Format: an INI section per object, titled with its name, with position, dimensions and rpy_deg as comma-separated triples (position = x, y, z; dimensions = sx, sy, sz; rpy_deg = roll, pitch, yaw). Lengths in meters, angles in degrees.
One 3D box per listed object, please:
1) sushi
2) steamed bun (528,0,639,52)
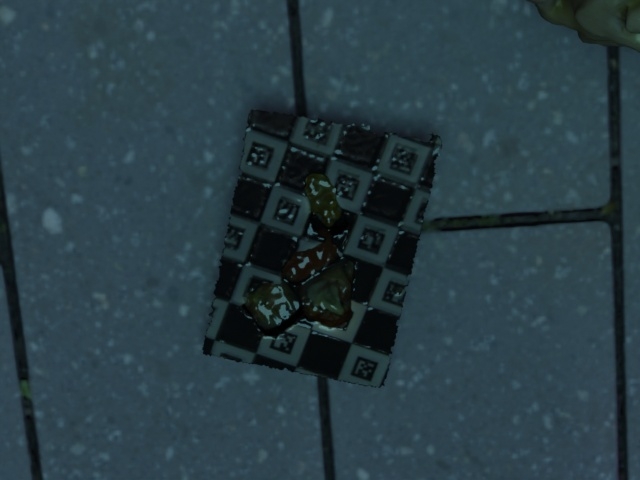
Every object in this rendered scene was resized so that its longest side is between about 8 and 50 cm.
[sushi]
position = 0.000, 0.000, 1.224
dimensions = 0.139, 0.031, 0.201
rpy_deg = 11, 111, -4
[steamed bun]
position = 0.246, -0.223, 1.059
dimensions = 0.276, 0.203, 0.289
rpy_deg = -40, 103, 12
